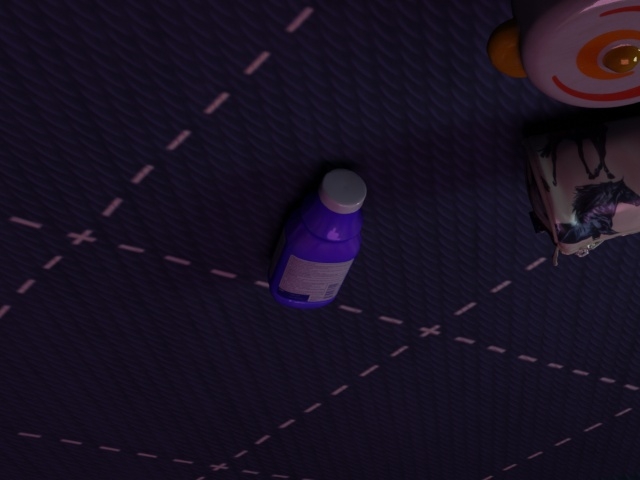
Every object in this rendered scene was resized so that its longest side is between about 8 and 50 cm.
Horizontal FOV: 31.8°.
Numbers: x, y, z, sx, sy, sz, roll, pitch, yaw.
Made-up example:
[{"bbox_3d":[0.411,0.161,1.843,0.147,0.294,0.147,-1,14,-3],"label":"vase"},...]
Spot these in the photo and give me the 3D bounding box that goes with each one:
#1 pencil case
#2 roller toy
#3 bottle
[{"bbox_3d":[0.493,-0.093,1.562,0.410,0.184,0.160,-11,-173,5],"label":"pencil case"},{"bbox_3d":[0.285,-0.228,1.112,0.209,0.146,0.191,8,148,-16],"label":"roller toy"},{"bbox_3d":[0.000,0.000,1.690,0.118,0.092,0.283,3,147,-14],"label":"bottle"}]
